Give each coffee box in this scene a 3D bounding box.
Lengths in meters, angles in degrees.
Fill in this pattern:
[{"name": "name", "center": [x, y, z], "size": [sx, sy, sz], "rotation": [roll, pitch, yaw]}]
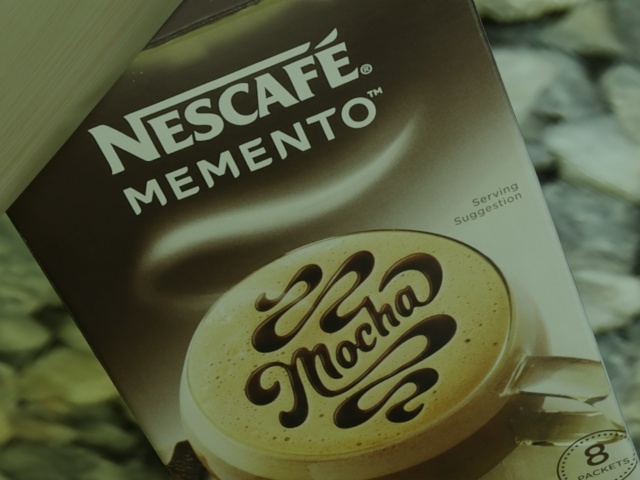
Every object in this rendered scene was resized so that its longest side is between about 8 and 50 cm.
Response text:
[{"name": "coffee box", "center": [0.000, 0.000, 0.704], "size": [0.168, 0.119, 0.297], "rotation": [-21, 131, 6]}]

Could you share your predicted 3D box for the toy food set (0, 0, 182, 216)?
[{"name": "toy food set", "center": [-0.076, -0.130, 0.470], "size": [0.306, 0.092, 0.220], "rotation": [-52, 169, -7]}]
